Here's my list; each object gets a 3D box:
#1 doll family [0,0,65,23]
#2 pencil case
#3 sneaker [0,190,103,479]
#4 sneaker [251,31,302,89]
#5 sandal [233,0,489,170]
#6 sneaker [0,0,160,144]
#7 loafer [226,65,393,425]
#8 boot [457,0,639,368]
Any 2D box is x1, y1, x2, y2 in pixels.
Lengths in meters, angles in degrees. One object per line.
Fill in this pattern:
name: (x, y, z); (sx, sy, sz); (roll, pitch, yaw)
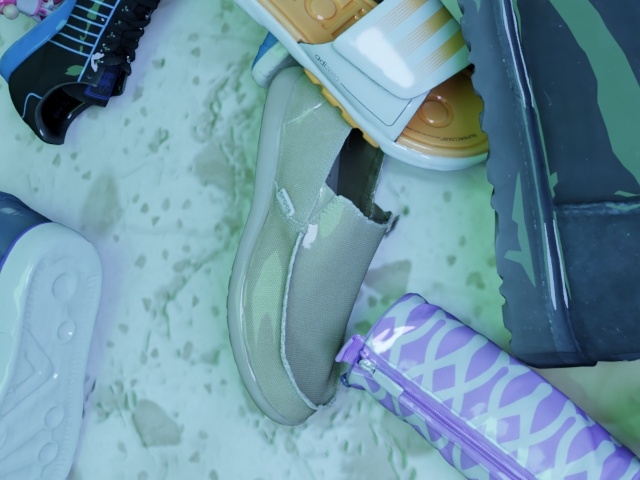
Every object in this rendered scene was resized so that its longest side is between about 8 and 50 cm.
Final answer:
doll family: (-0.330, -0.299, 0.794); (0.118, 0.163, 0.263); (-19, 76, 23)
pencil case: (0.108, 0.117, 0.572); (0.206, 0.088, 0.086); (34, 107, 24)
sneaker: (-0.330, 0.110, 0.770); (0.236, 0.130, 0.323); (17, 92, 30)
sneaker: (-0.014, -0.195, 0.684); (0.152, 0.058, 0.084); (-45, 73, 10)
sandal: (0.025, -0.152, 0.593); (0.265, 0.076, 0.102); (40, 62, 1)
sneaker: (-0.185, -0.180, 0.761); (0.232, 0.081, 0.090); (-39, 72, 24)
loafer: (0.000, 0.000, 0.632); (0.092, 0.102, 0.269); (0, 83, 32)
boot: (0.312, -0.121, 0.464); (0.445, 0.146, 0.367); (-9, 90, 29)
